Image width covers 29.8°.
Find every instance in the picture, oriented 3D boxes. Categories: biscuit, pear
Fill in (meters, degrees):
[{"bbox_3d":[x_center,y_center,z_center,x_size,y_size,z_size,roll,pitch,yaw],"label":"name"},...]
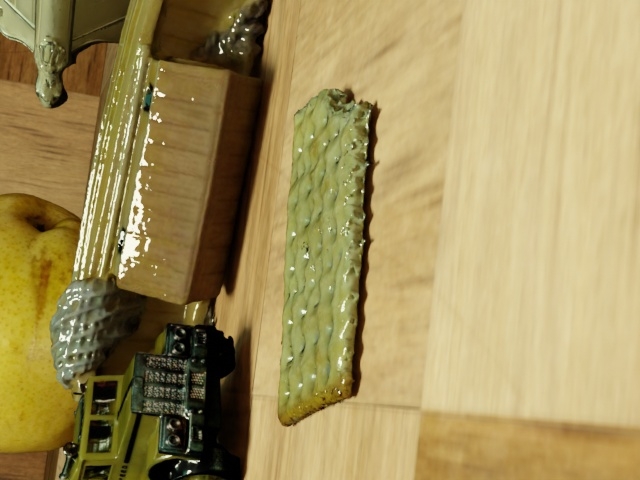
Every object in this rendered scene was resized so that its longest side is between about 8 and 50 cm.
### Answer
[{"bbox_3d":[0.001,0.000,0.693,0.144,0.016,0.203,140,136,-68],"label":"biscuit"},{"bbox_3d":[-0.373,0.106,1.507,0.314,0.314,0.315,-171,90,-75],"label":"pear"}]

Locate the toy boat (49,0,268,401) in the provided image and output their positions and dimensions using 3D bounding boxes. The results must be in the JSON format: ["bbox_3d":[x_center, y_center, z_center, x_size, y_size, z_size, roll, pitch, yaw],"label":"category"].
[{"bbox_3d":[-0.122,-0.077,0.979,0.162,0.135,0.446,22,101,65],"label":"toy boat"}]

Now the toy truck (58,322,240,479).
[{"bbox_3d":[-0.141,0.167,0.918,0.257,0.127,0.127,122,154,-49],"label":"toy truck"}]

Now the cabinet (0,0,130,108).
[{"bbox_3d":[-0.237,-0.345,1.058,0.290,0.227,0.318,43,144,18],"label":"cabinet"}]
